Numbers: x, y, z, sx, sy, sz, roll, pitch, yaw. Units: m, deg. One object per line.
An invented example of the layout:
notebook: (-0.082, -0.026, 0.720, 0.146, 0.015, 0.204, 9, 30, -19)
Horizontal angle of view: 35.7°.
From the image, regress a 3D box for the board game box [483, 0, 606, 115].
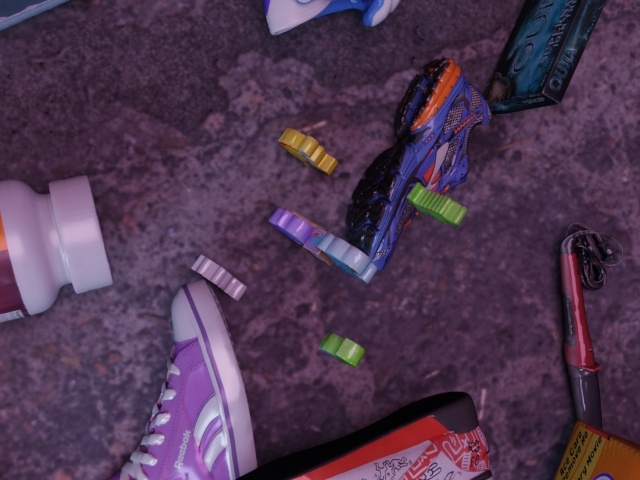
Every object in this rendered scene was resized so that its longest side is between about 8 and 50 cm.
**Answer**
board game box: (0.227, -0.212, 0.966, 0.026, 0.126, 0.186, 28, 82, -17)

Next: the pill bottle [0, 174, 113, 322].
pill bottle: (-0.299, 0.015, 0.854, 0.221, 0.121, 0.121, -14, 90, -11)

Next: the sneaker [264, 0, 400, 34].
sneaker: (-0.053, -0.316, 0.911, 0.323, 0.130, 0.236, 13, 81, -16)

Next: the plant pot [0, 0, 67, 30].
plant pot: (-0.274, -0.364, 0.822, 0.247, 0.248, 0.252, -28, 75, -11)

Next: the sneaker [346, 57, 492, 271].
sneaker: (0.100, -0.064, 0.961, 0.087, 0.083, 0.221, 29, 87, -19)

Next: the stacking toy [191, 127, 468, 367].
stacking toy: (0.000, 0.000, 0.883, 0.167, 0.221, 0.052, -56, 136, -8)

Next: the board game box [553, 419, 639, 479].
board game box: (0.376, 0.412, 0.840, 0.357, 0.356, 0.356, 23, 88, -10)

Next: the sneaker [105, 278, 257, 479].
sneaker: (-0.140, 0.183, 0.892, 0.161, 0.102, 0.282, -8, 89, -8)

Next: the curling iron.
curling iron: (0.277, 0.117, 1.008, 0.068, 0.035, 0.274, -1, 88, -11)

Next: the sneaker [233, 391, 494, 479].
sneaker: (0.038, 0.241, 0.853, 0.270, 0.090, 0.145, -18, 91, -25)
